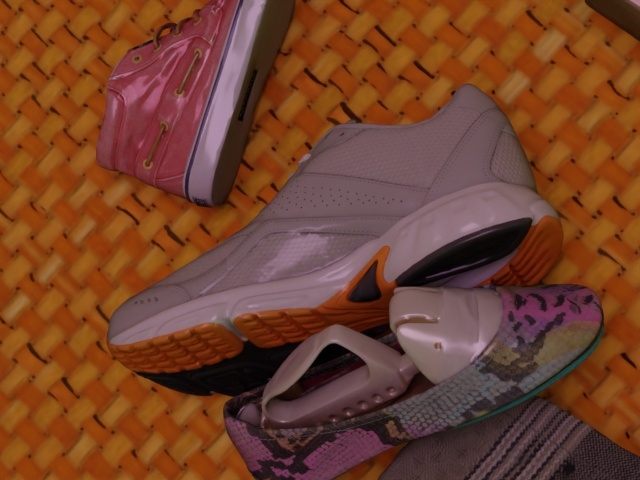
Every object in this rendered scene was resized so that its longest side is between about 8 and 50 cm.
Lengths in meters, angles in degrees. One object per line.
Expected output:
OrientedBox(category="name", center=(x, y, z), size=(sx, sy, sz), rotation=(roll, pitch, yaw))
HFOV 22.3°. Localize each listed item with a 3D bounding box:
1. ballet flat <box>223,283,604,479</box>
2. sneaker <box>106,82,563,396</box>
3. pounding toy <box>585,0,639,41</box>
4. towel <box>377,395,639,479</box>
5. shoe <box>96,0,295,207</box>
OrientedBox(category="ballet flat", center=(0.039, 0.068, 0.857), size=(0.221, 0.079, 0.077), rotation=(-28, 29, 25))
OrientedBox(category="sneaker", center=(0.000, 0.000, 0.907), size=(0.262, 0.099, 0.121), rotation=(-20, 58, 12))
OrientedBox(category="pounding toy", center=(0.213, -0.172, 0.861), size=(0.130, 0.100, 0.141), rotation=(38, 92, 18))
OrientedBox(category="towel", center=(0.100, 0.245, 0.776), size=(0.312, 0.056, 0.324), rotation=(30, 72, 39))
OrientedBox(category="shoe", center=(-0.071, -0.114, 0.950), size=(0.081, 0.063, 0.178), rotation=(18, 90, 13))
